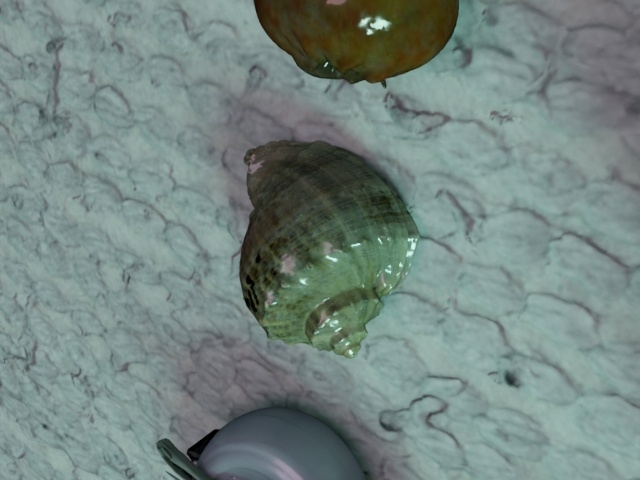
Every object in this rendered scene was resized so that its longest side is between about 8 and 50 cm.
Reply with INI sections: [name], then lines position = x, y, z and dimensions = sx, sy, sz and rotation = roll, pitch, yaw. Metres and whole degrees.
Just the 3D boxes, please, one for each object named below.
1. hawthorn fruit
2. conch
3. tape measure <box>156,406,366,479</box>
[hawthorn fruit]
position = 0.021, -0.195, 0.485
dimensions = 0.149, 0.149, 0.188
rotation = -17, 72, 33
[conch]
position = 0.000, 0.000, 0.586
dimensions = 0.156, 0.130, 0.207
rotation = -21, 67, 1
[tape measure]
position = -0.050, 0.254, 0.664
dimensions = 0.196, 0.105, 0.178
rotation = -2, 102, 32
